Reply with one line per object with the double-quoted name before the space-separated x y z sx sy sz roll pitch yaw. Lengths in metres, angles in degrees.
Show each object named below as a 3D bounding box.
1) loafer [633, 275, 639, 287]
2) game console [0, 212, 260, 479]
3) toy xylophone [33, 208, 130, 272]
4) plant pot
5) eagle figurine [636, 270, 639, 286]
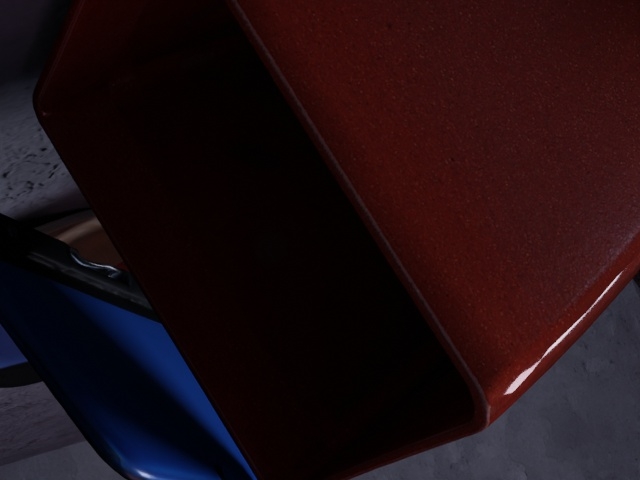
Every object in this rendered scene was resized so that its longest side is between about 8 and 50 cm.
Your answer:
"loafer" 0.216 -0.074 0.945 0.095 0.303 0.109 -33 125 16
"game console" -0.161 0.099 0.827 0.250 0.173 0.293 -16 159 18
"toy xylophone" -0.279 0.068 1.100 0.322 0.081 0.236 -25 175 -31
"plant pot" 0.040 -0.056 0.708 0.235 0.267 0.267 -31 176 -27
"eagle figurine" 0.275 -0.061 0.816 0.226 0.298 0.225 -2 -169 -7
